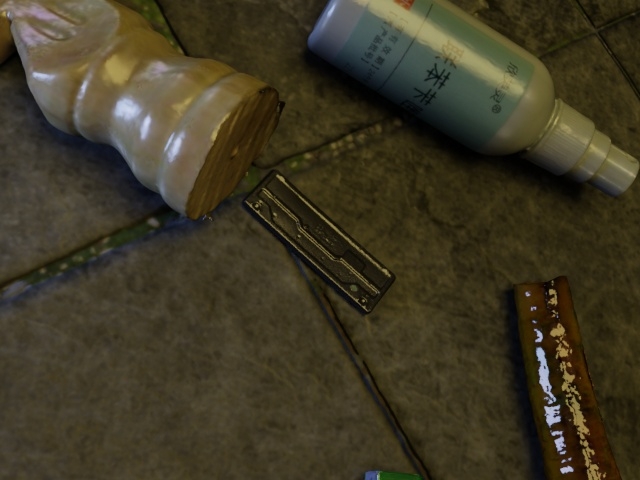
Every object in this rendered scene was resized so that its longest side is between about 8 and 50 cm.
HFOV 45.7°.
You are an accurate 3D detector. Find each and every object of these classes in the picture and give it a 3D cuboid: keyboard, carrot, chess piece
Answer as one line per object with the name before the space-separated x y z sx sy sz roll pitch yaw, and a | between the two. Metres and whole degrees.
keyboard | 0.000 0.000 0.696 0.155 0.010 0.053 42 61 -2
carrot | 0.229 0.158 0.698 0.070 0.070 0.260 1 69 -21
chess piece | -0.188 -0.146 0.628 0.301 0.137 0.137 33 62 7

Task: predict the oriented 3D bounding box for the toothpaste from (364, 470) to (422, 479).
toothpaste | 0.057 0.277 0.603 0.043 0.037 0.178 9 68 -14

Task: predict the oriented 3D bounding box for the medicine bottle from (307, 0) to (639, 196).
medicine bottle | 0.161 -0.148 0.756 0.352 0.110 0.110 30 63 -9
